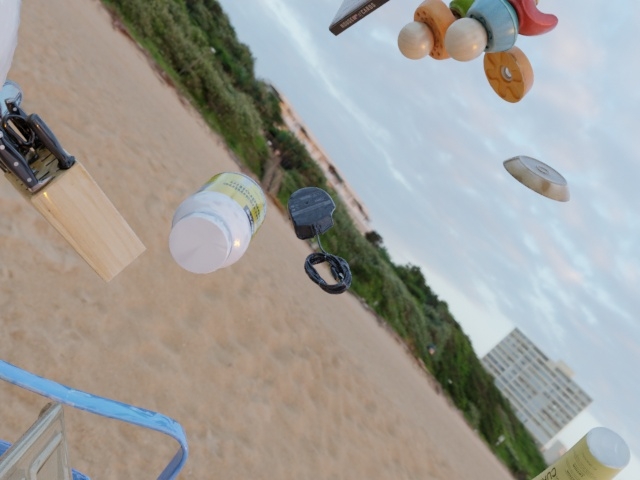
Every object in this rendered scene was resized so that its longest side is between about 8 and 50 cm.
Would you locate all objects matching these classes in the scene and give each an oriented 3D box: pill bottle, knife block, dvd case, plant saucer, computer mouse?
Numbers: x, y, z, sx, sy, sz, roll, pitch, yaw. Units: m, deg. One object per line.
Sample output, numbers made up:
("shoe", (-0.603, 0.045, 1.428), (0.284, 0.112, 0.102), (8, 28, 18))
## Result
("pill bottle", (-0.136, -0.024, 0.814), (0.103, 0.103, 0.184), (48, 17, -11))
("knife block", (-0.379, -0.070, 0.899), (0.275, 0.088, 0.242), (49, -17, -8))
("dvd case", (0.120, -0.540, 1.250), (0.029, 0.238, 0.179), (36, -25, -25))
("plant saucer", (0.243, -0.072, 0.677), (0.083, 0.015, 0.083), (20, 30, -12))
("computer mouse", (0.000, 0.000, 0.868), (0.242, 0.071, 0.041), (-107, 180, -52))

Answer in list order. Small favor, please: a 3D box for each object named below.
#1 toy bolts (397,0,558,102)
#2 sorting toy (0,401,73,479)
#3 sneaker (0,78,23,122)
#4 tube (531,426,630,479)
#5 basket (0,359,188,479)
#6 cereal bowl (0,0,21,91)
("toy bolts", (0.239, -0.293, 0.945), (0.218, 0.158, 0.228), (61, -10, -10))
("sorting toy", (-0.180, 0.281, 0.387), (0.229, 0.041, 0.307), (-178, -99, -77))
("sneaker", (-0.699, -0.236, 1.262), (0.125, 0.262, 0.104), (13, -37, 30))
("tube", (0.368, 0.359, 0.902), (0.062, 0.070, 0.240), (17, -44, 4))
("basket", (-0.293, 0.251, 0.562), (0.255, 0.289, 0.201), (28, 6, -21))
("cereal bowl", (-0.290, -0.093, 0.305), (0.141, 0.339, 0.339), (38, -2, 6))
